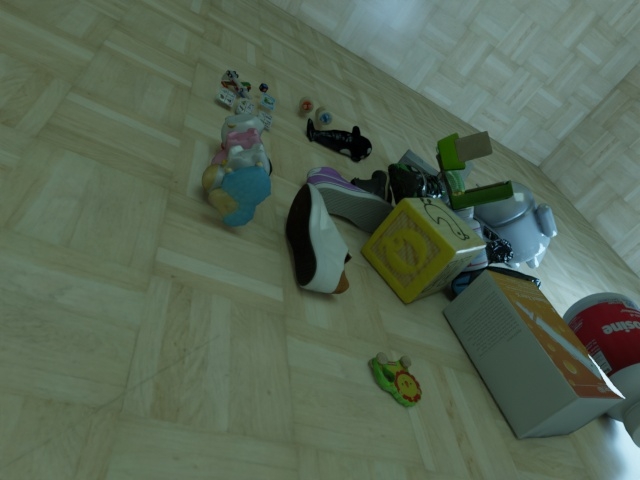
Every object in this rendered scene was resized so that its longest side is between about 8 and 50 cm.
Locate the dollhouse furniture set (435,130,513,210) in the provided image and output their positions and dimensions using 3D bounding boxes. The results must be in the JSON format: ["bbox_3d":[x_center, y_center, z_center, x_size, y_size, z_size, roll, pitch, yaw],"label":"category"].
[{"bbox_3d":[0.424,-0.191,1.356,0.301,0.151,0.197,-3,80,-77],"label":"dollhouse furniture set"}]

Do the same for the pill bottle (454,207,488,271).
[{"bbox_3d":[0.391,-0.002,1.287,0.087,0.087,0.160,-15,92,-54],"label":"pill bottle"}]

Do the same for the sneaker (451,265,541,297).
[{"bbox_3d":[0.484,0.137,1.392,0.341,0.125,0.139,8,11,-34],"label":"sneaker"}]

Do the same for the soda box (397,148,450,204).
[{"bbox_3d":[0.410,-0.215,1.798,0.286,0.091,0.098,38,29,1],"label":"soda box"}]

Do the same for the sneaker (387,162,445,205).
[{"bbox_3d":[0.271,-0.152,1.336,0.343,0.146,0.134,1,74,-79],"label":"sneaker"}]

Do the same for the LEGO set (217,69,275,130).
[{"bbox_3d":[-0.233,-0.446,1.511,0.182,0.060,0.244,28,40,-23],"label":"LEGO set"}]

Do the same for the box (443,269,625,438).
[{"bbox_3d":[0.486,0.262,1.128,0.215,0.168,0.345,14,37,-35],"label":"box"}]

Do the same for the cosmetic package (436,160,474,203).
[{"bbox_3d":[0.440,-0.206,1.638,0.085,0.117,0.231,38,40,4],"label":"cosmetic package"}]

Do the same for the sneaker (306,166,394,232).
[{"bbox_3d":[0.089,-0.127,1.331,0.282,0.102,0.161,23,28,-23],"label":"sneaker"}]

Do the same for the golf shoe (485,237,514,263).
[{"bbox_3d":[0.490,0.040,1.440,0.198,0.094,0.077,-5,83,-25],"label":"golf shoe"}]

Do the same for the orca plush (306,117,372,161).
[{"bbox_3d":[0.085,-0.371,1.662,0.287,0.102,0.151,19,34,-29],"label":"orca plush"}]

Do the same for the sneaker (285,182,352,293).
[{"bbox_3d":[0.000,0.000,1.064,0.123,0.106,0.290,22,43,-32],"label":"sneaker"}]

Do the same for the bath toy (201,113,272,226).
[{"bbox_3d":[-0.184,-0.173,1.082,0.151,0.129,0.348,-8,35,-2],"label":"bath toy"}]

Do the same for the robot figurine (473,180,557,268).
[{"bbox_3d":[0.667,-0.061,1.672,0.353,0.300,0.200,54,53,-22],"label":"robot figurine"}]

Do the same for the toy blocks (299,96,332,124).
[{"bbox_3d":[-0.017,-0.458,1.696,0.123,0.054,0.148,27,18,-16],"label":"toy blocks"}]

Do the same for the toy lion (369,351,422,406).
[{"bbox_3d":[0.147,0.266,0.908,0.100,0.034,0.096,16,43,-31],"label":"toy lion"}]

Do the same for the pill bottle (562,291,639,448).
[{"bbox_3d":[0.858,0.354,1.331,0.229,0.229,0.407,27,31,-16],"label":"pill bottle"}]

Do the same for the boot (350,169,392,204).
[{"bbox_3d":[0.149,-0.183,1.502,0.137,0.077,0.198,21,32,-16],"label":"boot"}]

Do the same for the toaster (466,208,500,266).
[{"bbox_3d":[0.492,-0.002,1.566,0.168,0.110,0.185,38,29,1],"label":"toaster"}]

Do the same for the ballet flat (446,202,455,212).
[{"bbox_3d":[0.427,-0.111,1.687,0.232,0.073,0.080,22,31,-25],"label":"ballet flat"}]

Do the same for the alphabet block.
[{"bbox_3d":[0.260,0.019,1.209,0.197,0.193,0.192,-9,51,-51],"label":"alphabet block"}]
